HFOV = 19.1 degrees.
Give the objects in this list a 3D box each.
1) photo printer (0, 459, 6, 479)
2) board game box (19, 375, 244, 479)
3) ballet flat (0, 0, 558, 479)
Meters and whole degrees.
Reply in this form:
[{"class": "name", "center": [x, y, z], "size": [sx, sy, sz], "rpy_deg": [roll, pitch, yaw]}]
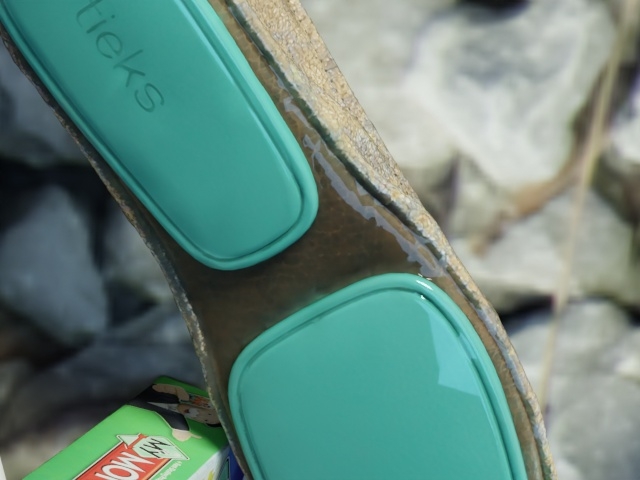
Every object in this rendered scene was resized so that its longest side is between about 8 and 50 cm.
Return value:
[{"class": "photo printer", "center": [-0.213, 0.108, 0.387], "size": [0.307, 0.107, 0.256], "rpy_deg": [-10, 127, -21]}, {"class": "board game box", "center": [-0.107, 0.219, 0.631], "size": [0.046, 0.213, 0.317], "rpy_deg": [18, 102, 10]}, {"class": "ballet flat", "center": [0.000, 0.000, 0.645], "size": [0.107, 0.106, 0.316], "rpy_deg": [-21, 108, 18]}]
